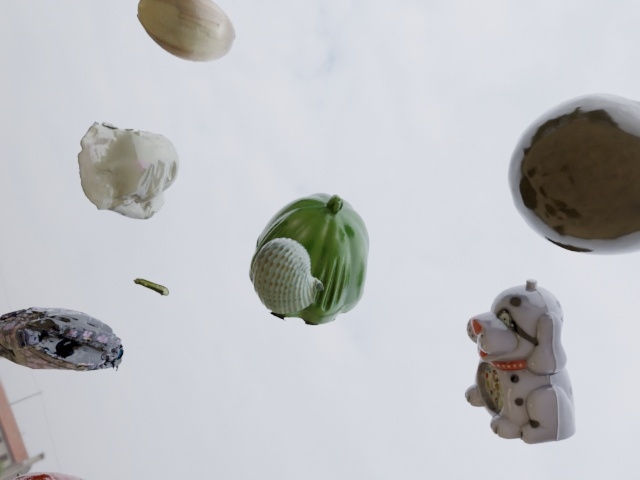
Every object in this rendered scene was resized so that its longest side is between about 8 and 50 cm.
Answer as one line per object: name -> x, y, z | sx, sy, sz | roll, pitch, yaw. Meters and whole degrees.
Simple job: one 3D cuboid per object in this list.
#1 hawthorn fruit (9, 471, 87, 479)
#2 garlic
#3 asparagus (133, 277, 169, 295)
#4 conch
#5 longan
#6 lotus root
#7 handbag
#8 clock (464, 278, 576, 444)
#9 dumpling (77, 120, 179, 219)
hawthorn fruit -> -0.426, 0.482, 0.690 | 0.330, 0.287, 0.287 | 32, -55, 40
garlic -> -0.249, -0.414, 0.897 | 0.128, 0.206, 0.115 | -7, -104, 53
asparagus -> -0.479, 0.129, 1.278 | 0.108, 0.025, 0.021 | 22, -48, -2
conch -> -0.041, 0.034, 0.478 | 0.085, 0.076, 0.057 | 25, -20, 49
longan -> 0.288, -0.063, 0.458 | 0.187, 0.167, 0.168 | -1, -74, 12
lotus root -> 0.000, 0.000, 0.632 | 0.186, 0.186, 0.186 | 19, -63, 42
handbag -> -0.532, 0.203, 0.930 | 0.207, 0.228, 0.127 | -7, -115, 31
clock -> 0.348, 0.191, 0.786 | 0.188, 0.188, 0.254 | 10, -65, 45
dumpling -> -0.262, -0.095, 0.645 | 0.108, 0.188, 0.127 | 0, -90, 16
